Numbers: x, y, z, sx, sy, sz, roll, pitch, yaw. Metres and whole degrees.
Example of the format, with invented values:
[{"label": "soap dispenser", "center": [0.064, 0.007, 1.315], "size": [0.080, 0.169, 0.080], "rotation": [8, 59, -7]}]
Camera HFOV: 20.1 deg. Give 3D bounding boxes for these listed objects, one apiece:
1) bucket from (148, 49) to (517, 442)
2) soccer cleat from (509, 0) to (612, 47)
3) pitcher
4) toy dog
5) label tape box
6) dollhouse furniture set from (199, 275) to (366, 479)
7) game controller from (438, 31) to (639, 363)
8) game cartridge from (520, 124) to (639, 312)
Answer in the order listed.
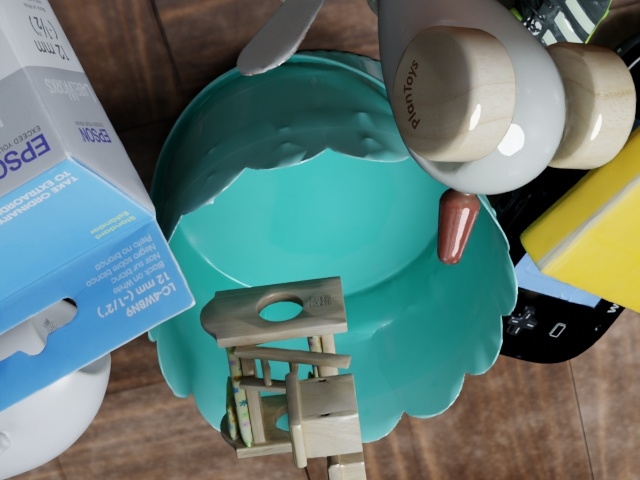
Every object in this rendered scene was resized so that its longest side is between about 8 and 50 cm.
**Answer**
[{"label": "bucket", "center": [0.000, 0.000, 1.377], "size": [0.281, 0.183, 0.281], "rotation": [-3, 124, -4]}, {"label": "soccer cleat", "center": [0.174, -0.172, 1.348], "size": [0.072, 0.060, 0.179], "rotation": [1, 128, -20]}, {"label": "pitcher", "center": [-0.267, 0.155, 1.459], "size": [0.125, 0.178, 0.207], "rotation": [37, 115, -21]}, {"label": "toy dog", "center": [0.060, -0.109, 1.215], "size": [0.220, 0.334, 0.161], "rotation": [15, 114, -21]}, {"label": "label tape box", "center": [-0.279, -0.051, 1.249], "size": [0.249, 0.115, 0.348], "rotation": [-29, 83, 13]}, {"label": "dollhouse furniture set", "center": [-0.021, 0.149, 1.267], "size": [0.101, 0.161, 0.182], "rotation": [-7, 124, 0]}, {"label": "game controller", "center": [0.227, -0.027, 1.444], "size": [0.166, 0.067, 0.319], "rotation": [21, 121, -25]}, {"label": "game cartridge", "center": [0.350, -0.060, 1.391], "size": [0.285, 0.053, 0.324], "rotation": [21, 122, -45]}]
